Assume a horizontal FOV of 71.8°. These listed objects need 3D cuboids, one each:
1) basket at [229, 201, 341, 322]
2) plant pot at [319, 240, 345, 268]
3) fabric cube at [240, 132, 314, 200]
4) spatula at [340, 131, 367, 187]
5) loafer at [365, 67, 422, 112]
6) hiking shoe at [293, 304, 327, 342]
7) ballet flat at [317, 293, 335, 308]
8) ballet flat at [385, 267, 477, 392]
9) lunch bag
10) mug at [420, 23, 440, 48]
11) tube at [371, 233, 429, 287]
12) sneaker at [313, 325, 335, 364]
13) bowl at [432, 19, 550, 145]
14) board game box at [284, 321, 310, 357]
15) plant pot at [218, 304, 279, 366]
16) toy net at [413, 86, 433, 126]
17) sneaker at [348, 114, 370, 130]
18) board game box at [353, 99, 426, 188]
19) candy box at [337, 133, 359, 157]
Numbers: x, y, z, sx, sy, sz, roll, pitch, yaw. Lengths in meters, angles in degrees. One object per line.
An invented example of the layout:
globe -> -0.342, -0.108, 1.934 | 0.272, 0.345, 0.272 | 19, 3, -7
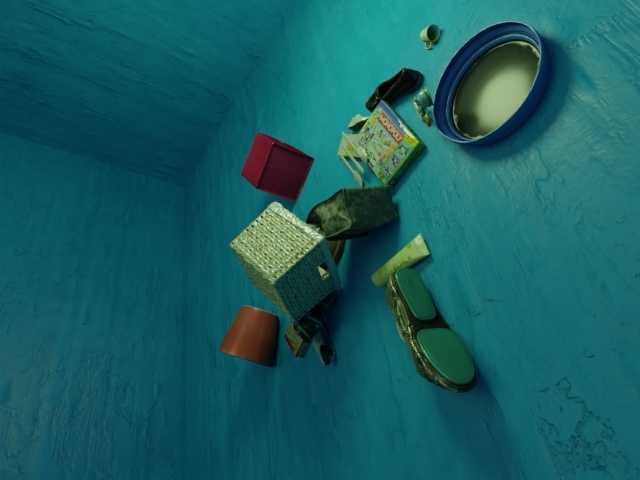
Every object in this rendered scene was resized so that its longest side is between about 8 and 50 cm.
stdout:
basket -> -0.140, 0.088, 1.765 | 0.266, 0.328, 0.331 | -40, 52, -17
plant pot -> 0.000, 0.000, 1.961 | 0.237, 0.109, 0.238 | -28, 55, 47
fabric cube -> -0.233, -0.392, 2.346 | 0.258, 0.254, 0.259 | 41, 111, 55
spatula -> 0.141, -0.357, 1.908 | 0.168, 0.019, 0.242 | 90, 160, -44
loafer -> 0.277, -0.625, 1.817 | 0.302, 0.095, 0.109 | -15, 64, 53
hiking shoe -> -0.062, 0.315, 1.870 | 0.132, 0.113, 0.304 | -37, 28, -5
ballet flat -> 0.003, 0.255, 1.895 | 0.203, 0.074, 0.074 | -13, 66, 61
ballet flat -> 0.316, 0.292, 1.347 | 0.483, 0.163, 0.182 | -110, 25, -50
lunch bag -> 0.109, -0.092, 1.698 | 0.287, 0.235, 0.169 | -26, 75, 54
mug -> 0.416, -0.793, 1.716 | 0.078, 0.062, 0.064 | -64, 25, 3
tube -> 0.279, 0.078, 1.555 | 0.070, 0.062, 0.240 | 50, 123, 5
sneaker -> 0.007, 0.438, 1.813 | 0.083, 0.071, 0.191 | -60, 26, 31
bowl -> 0.529, -0.484, 1.396 | 0.391, 0.077, 0.392 | -30, 53, 48
board game box -> -0.083, 0.399, 1.974 | 0.194, 0.045, 0.147 | -65, 34, 14
plant pot -> -0.330, 0.458, 2.147 | 0.274, 0.274, 0.243 | -7, 62, 55
toy net -> 0.375, -0.464, 1.576 | 0.045, 0.232, 0.122 | -27, 92, 12
sneaker -> 0.177, -0.537, 1.974 | 0.152, 0.053, 0.061 | 0, 74, 57
board game box -> 0.264, -0.386, 1.759 | 0.214, 0.046, 0.317 | -55, 43, 29
candy box -> 0.151, -0.425, 1.987 | 0.205, 0.027, 0.105 | 23, 95, 57
